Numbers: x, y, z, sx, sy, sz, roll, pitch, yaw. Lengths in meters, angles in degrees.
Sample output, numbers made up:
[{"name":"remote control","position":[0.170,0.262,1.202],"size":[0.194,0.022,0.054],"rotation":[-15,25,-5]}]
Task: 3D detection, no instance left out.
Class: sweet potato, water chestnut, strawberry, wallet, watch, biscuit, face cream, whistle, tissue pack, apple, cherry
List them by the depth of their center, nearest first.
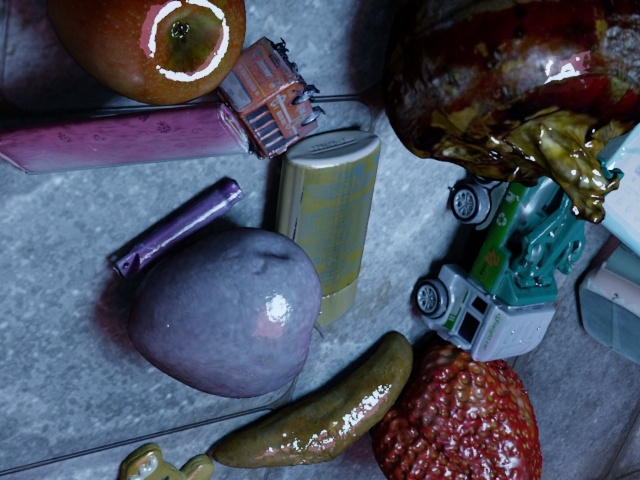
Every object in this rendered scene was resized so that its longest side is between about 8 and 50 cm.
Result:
[{"name":"apple","position":[-0.160,-0.220,1.044],"size":[0.181,0.168,0.181],"rotation":[-18,129,-24]},{"name":"wallet","position":[-0.194,-0.095,1.095],"size":[0.232,0.025,0.119],"rotation":[-6,169,7]},{"name":"water chestnut","position":[0.244,-0.174,1.305],"size":[0.335,0.346,0.335],"rotation":[-11,168,-2]},{"name":"whistle","position":[-0.164,-0.014,1.318],"size":[0.176,0.033,0.033],"rotation":[-35,139,-12]},{"name":"cherry","position":[-0.098,0.085,1.338],"size":[0.266,0.183,0.213],"rotation":[-5,127,-22]},{"name":"face cream","position":[0.000,0.000,1.445],"size":[0.139,0.067,0.285],"rotation":[-16,131,-30]},{"name":"biscuit","position":[-0.215,0.366,1.596],"size":[0.158,0.035,0.240],"rotation":[-49,140,7]},{"name":"sweet potato","position":[0.006,0.262,1.656],"size":[0.342,0.092,0.114],"rotation":[-30,100,-17]},{"name":"strawberry","position":[0.221,0.295,1.716],"size":[0.239,0.288,0.250],"rotation":[19,104,-44]},{"name":"tissue pack","position":[0.520,-0.066,1.754],"size":[0.263,0.089,0.177],"rotation":[36,98,-23]},{"name":"watch","position":[0.574,0.058,1.954],"size":[0.241,0.162,0.253],"rotation":[-46,144,-20]}]

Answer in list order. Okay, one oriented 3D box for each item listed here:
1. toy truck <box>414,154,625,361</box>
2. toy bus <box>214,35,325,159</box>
[{"name":"toy truck","position":[0.280,0.003,1.612],"size":[0.177,0.178,0.363],"rotation":[-3,127,-40]},{"name":"toy bus","position":[-0.054,-0.146,1.198],"size":[0.096,0.073,0.235],"rotation":[-32,172,-2]}]
